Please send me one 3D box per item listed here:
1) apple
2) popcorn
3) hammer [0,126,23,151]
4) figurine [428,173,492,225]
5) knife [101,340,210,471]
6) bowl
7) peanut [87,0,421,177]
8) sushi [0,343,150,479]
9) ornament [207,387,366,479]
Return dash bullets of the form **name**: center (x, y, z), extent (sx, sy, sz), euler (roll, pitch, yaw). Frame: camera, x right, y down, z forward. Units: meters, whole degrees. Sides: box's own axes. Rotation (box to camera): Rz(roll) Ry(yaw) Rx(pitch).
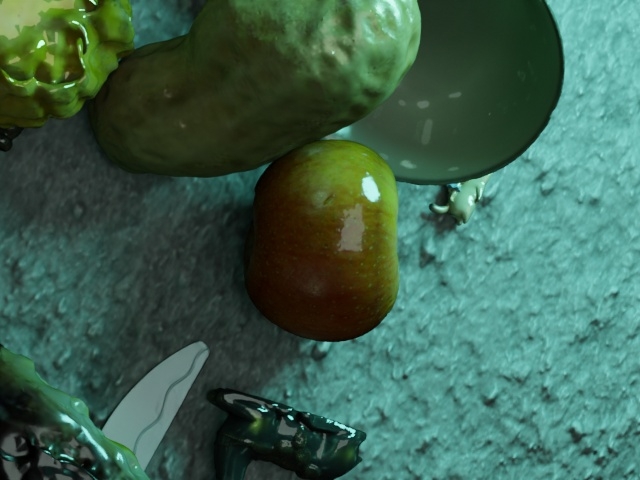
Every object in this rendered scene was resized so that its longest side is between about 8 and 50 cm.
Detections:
- **apple**: center (0.000, 0.000, 1.754), extent (0.173, 0.210, 0.234), euler (0, 112, 0)
- **popcorn**: center (-0.299, -0.234, 1.619), extent (0.250, 0.190, 0.250), euler (0, 90, -31)
- **hammer**: center (-0.431, -0.198, 1.659), extent (0.292, 0.029, 0.058), euler (36, 77, -19)
- **figurine**: center (0.170, -0.062, 1.920), extent (0.051, 0.047, 0.083), euler (30, 76, -12)
- **knife**: center (-0.221, 0.252, 1.773), extent (0.080, 0.044, 0.331), euler (26, 76, -13)
- **bowl**: center (0.119, -0.241, 1.795), extent (0.337, 0.337, 0.157), euler (49, 35, -18)
- **peanut**: center (-0.074, -0.175, 1.672), extent (0.387, 0.169, 0.192), euler (-25, 134, 19)
- **sushi**: center (-0.321, 0.293, 1.593), extent (0.299, 0.281, 0.294), euler (39, 76, 4)
- **ornament**: center (-0.067, 0.304, 1.820), extent (0.202, 0.080, 0.236), euler (20, 83, -20)
